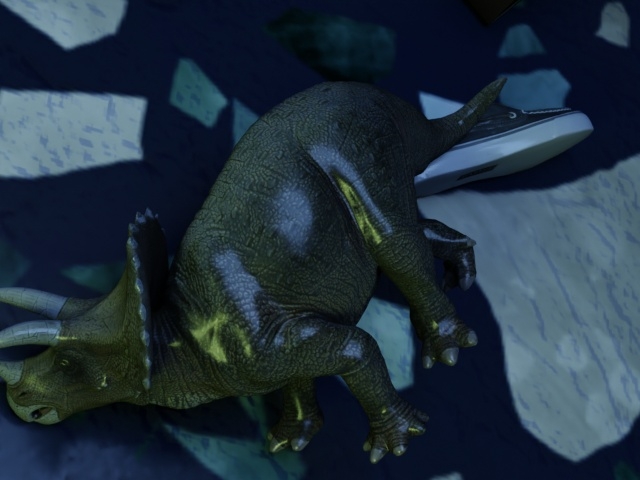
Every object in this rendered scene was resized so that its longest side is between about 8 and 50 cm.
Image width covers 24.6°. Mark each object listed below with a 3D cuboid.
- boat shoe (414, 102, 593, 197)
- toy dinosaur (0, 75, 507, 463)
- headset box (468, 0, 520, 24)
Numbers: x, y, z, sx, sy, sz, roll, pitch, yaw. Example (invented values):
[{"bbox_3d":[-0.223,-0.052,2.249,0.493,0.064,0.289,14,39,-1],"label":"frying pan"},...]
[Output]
[{"bbox_3d":[0.092,-0.059,0.830,0.142,0.049,0.040,-16,75,-28],"label":"boat shoe"},{"bbox_3d":[0.000,0.000,0.695,0.313,0.121,0.160,-44,114,-18],"label":"toy dinosaur"},{"bbox_3d":[0.096,-0.315,0.905,0.293,0.110,0.218,49,57,1],"label":"headset box"}]
